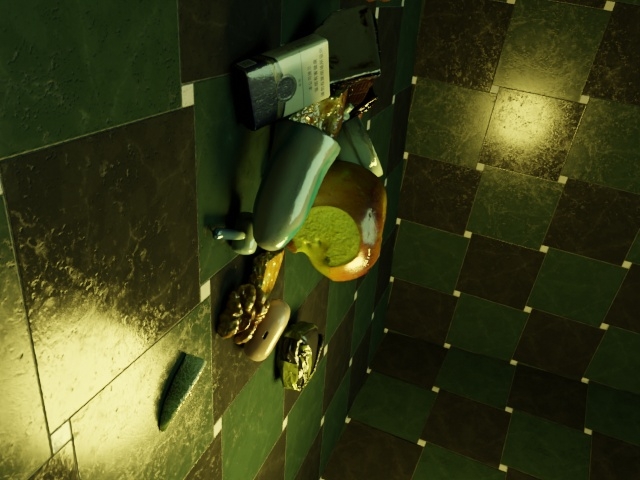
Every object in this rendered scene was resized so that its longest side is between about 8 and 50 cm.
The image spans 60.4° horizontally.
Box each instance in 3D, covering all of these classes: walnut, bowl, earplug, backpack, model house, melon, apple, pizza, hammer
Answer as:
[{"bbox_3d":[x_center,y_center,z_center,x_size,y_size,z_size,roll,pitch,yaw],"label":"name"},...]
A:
[{"bbox_3d":[-0.208,0.208,1.538,0.143,0.069,0.170,31,82,-41],"label":"walnut"},{"bbox_3d":[0.088,-0.337,1.925,0.307,0.163,0.307,62,8,-16],"label":"bowl"},{"bbox_3d":[-0.091,-0.129,1.434,0.185,0.185,0.323,47,63,-70],"label":"earplug"},{"bbox_3d":[-0.078,0.440,2.072,0.207,0.140,0.253,-18,114,-68],"label":"backpack"},{"bbox_3d":[0.024,-0.517,1.711,0.282,0.297,0.317,118,-34,-67],"label":"model house"},{"bbox_3d":[-0.344,0.376,1.355,0.098,0.054,0.182,106,9,-50],"label":"melon"},{"bbox_3d":[0.035,-0.067,1.763,0.374,0.375,0.383,30,67,-72],"label":"apple"},{"bbox_3d":[-0.178,0.109,1.656,0.197,0.058,0.292,90,19,-60],"label":"pizza"},{"bbox_3d":[-0.224,-0.020,1.425,0.194,0.070,0.116,1,102,-68],"label":"hammer"}]

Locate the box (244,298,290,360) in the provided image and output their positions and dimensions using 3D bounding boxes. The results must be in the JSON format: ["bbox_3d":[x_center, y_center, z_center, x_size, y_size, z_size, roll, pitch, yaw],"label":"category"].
[{"bbox_3d":[-0.164,0.275,1.693,0.200,0.088,0.146,-60,-178,2],"label":"box"}]

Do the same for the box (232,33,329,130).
[{"bbox_3d":[-0.093,-0.402,1.391,0.259,0.071,0.168,-34,140,-28],"label":"box"}]

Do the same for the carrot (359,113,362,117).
[{"bbox_3d":[0.138,-0.505,2.282,0.069,0.069,0.335,-32,138,-67],"label":"carrot"}]

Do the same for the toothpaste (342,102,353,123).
[{"bbox_3d":[0.005,-0.335,1.695,0.268,0.047,0.069,-35,-162,38],"label":"toothpaste"}]

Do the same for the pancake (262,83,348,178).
[{"bbox_3d":[-0.039,-0.292,1.575,0.197,0.054,0.376,21,107,-42],"label":"pancake"}]
